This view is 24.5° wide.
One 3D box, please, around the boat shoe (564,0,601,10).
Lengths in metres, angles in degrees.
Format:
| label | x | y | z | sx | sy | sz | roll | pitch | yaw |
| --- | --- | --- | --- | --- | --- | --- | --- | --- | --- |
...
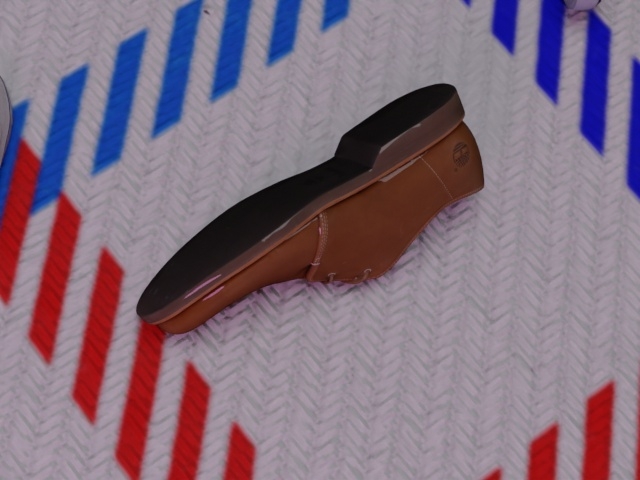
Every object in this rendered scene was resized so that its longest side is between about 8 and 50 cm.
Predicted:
| label | x | y | z | sx | sy | sz | roll | pitch | yaw |
| --- | --- | --- | --- | --- | --- | --- | --- | --- | --- |
| boat shoe | 0.188 | -0.225 | 0.914 | 0.083 | 0.065 | 0.183 | 2 | 66 | -2 |

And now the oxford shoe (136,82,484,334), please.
| label | x | y | z | sx | sy | sz | roll | pitch | yaw |
| --- | --- | --- | --- | --- | --- | --- | --- | --- | --- |
| oxford shoe | 0.000 | 0.000 | 0.808 | 0.212 | 0.076 | 0.076 | -31 | 113 | -5 |

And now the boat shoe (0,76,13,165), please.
| label | x | y | z | sx | sy | sz | roll | pitch | yaw |
| --- | --- | --- | --- | --- | --- | --- | --- | --- | --- |
| boat shoe | -0.196 | -0.057 | 0.829 | 0.035 | 0.035 | 0.100 | 6 | 67 | -2 |
